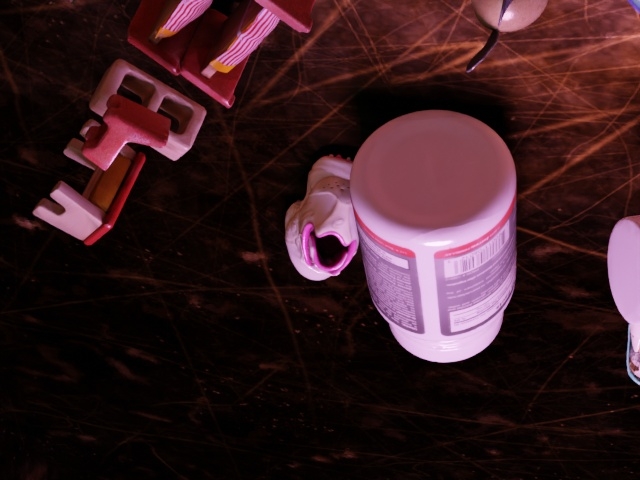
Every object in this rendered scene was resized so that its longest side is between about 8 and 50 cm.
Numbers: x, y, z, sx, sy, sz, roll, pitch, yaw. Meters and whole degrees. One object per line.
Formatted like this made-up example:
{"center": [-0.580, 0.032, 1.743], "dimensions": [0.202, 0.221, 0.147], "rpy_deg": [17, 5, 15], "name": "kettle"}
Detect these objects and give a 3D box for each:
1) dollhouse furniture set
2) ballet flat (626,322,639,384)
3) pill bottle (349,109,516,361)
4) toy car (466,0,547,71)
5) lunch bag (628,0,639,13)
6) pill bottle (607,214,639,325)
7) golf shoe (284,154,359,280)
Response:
{"center": [-0.143, -0.171, 1.371], "dimensions": [0.152, 0.374, 0.201], "rpy_deg": [31, 148, -18], "name": "dollhouse furniture set"}
{"center": [0.505, 0.152, 1.907], "dimensions": [0.083, 0.087, 0.247], "rpy_deg": [5, 148, 17], "name": "ballet flat"}
{"center": [0.159, 0.009, 1.696], "dimensions": [0.210, 0.210, 0.363], "rpy_deg": [7, 149, 12], "name": "pill bottle"}
{"center": [0.172, -0.264, 1.256], "dimensions": [0.149, 0.188, 0.155], "rpy_deg": [16, 150, -3], "name": "toy car"}
{"center": [0.355, -0.289, 1.242], "dimensions": [0.151, 0.096, 0.129], "rpy_deg": [24, 154, 13], "name": "lunch bag"}
{"center": [0.516, 0.021, 1.498], "dimensions": [0.319, 0.176, 0.176], "rpy_deg": [-6, 151, -10], "name": "pill bottle"}
{"center": [0.000, 0.000, 1.822], "dimensions": [0.115, 0.140, 0.306], "rpy_deg": [14, 151, -2], "name": "golf shoe"}
